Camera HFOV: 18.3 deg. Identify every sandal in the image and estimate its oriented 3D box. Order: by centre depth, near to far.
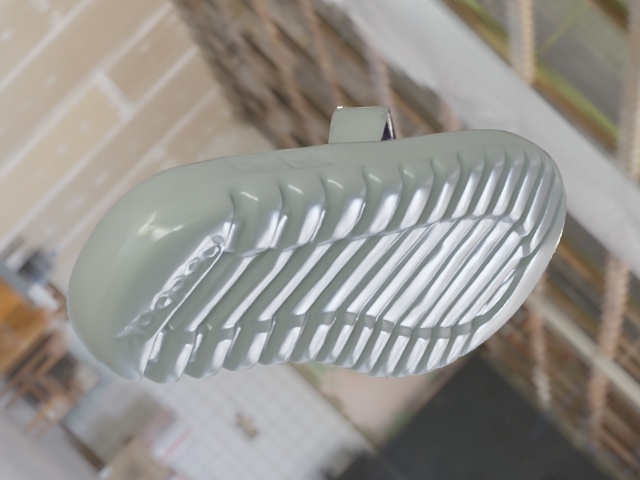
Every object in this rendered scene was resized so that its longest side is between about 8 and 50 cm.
[{"bbox_3d":[0.008,-0.012,1.104,0.102,0.169,0.416,43,21,27],"label":"sandal"}]
